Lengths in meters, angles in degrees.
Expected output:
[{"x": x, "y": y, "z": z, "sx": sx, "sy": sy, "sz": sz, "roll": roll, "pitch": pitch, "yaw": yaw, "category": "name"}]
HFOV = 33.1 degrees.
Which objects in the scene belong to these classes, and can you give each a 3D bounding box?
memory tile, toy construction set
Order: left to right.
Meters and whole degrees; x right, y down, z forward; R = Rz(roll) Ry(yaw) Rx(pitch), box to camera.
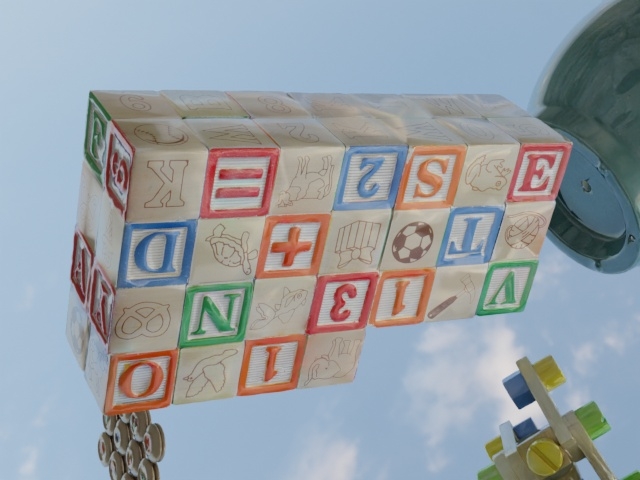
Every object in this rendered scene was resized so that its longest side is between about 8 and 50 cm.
[{"x": -0.189, "y": 0.202, "z": 1.058, "sx": 0.148, "sy": 0.012, "sz": 0.113, "roll": 38, "pitch": -58, "yaw": 52, "category": "memory tile"}, {"x": 0.209, "y": 0.246, "z": 0.845, "sx": 0.151, "sy": 0.215, "sz": 0.328, "roll": -28, "pitch": -166, "yaw": 22, "category": "toy construction set"}]

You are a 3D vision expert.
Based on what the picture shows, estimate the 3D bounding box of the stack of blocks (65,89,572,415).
[{"x": 0.000, "y": 0.000, "z": 0.686, "sx": 0.087, "sy": 0.297, "sz": 0.171, "roll": 47, "pitch": -46, "yaw": 50, "category": "stack of blocks"}]

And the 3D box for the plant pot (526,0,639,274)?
[{"x": 0.310, "y": -0.089, "z": 1.052, "sx": 0.196, "sy": 0.293, "sz": 0.293, "roll": -33, "pitch": -141, "yaw": -19, "category": "plant pot"}]
